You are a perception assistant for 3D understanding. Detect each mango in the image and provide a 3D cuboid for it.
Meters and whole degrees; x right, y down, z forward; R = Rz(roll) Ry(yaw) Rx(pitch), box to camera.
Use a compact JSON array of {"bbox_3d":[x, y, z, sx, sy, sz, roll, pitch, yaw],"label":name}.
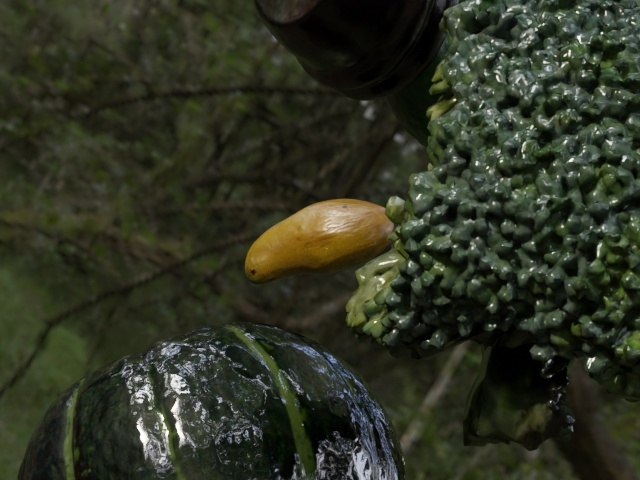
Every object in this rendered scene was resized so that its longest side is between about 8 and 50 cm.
[{"bbox_3d":[0.000,0.000,1.814,0.098,0.190,0.075,-89,155,-48],"label":"mango"}]

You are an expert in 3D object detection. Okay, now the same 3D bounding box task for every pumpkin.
[{"bbox_3d":[-0.087,0.213,1.238,0.323,0.323,0.241,24,40,-57],"label":"pumpkin"}]

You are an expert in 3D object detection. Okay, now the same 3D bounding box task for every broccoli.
[{"bbox_3d":[0.182,-0.029,1.053,0.277,0.317,0.338,16,29,2],"label":"broccoli"}]

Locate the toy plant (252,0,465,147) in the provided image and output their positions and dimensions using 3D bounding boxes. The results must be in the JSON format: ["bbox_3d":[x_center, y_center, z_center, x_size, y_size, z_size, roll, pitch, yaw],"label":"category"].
[{"bbox_3d":[0.065,-0.189,1.281,0.235,0.218,0.175,16,-30,-39],"label":"toy plant"}]
